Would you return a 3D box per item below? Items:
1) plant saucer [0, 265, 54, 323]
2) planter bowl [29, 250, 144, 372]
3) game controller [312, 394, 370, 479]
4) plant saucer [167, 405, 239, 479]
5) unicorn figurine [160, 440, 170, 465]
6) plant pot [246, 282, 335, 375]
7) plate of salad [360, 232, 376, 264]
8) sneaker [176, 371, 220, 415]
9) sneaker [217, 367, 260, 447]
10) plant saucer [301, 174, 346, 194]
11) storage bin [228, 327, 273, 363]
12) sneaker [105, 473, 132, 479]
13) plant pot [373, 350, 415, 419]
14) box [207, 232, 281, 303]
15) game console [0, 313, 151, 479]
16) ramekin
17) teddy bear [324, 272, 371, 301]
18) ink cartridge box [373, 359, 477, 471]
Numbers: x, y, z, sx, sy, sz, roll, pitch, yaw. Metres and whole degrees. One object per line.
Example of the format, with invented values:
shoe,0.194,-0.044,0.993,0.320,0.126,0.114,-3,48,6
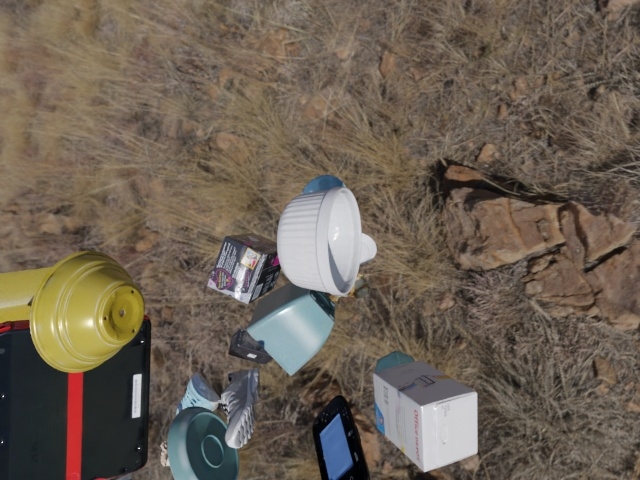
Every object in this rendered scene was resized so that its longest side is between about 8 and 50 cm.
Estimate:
plant saucer,-0.763,0.237,1.133,0.081,0.332,0.333,39,126,41
planter bowl,-0.382,0.127,0.775,0.090,0.217,0.217,0,94,20
game controller,0.053,0.606,1.261,0.166,0.067,0.319,-59,23,18
plant saucer,-0.356,0.677,1.390,0.043,0.317,0.318,-31,69,12
unicorn figurine,-0.499,0.751,1.509,0.060,0.162,0.111,-28,59,25
plant pot,-0.083,0.291,1.638,0.252,0.248,0.247,-39,103,14
plate of salad,0.135,0.030,1.820,0.200,0.199,0.048,-44,25,38
sneaker,-0.479,0.629,1.669,0.135,0.150,0.366,39,148,19
sneaker,-0.252,0.498,1.298,0.281,0.115,0.105,-88,-3,-69
plant saucer,0.017,-0.126,1.491,0.195,0.037,0.195,-5,80,29
storage bin,-0.291,0.458,1.873,0.122,0.180,0.084,-47,27,47
sneaker,-0.771,0.843,1.493,0.153,0.235,0.094,41,114,2
plant pot,0.309,0.561,1.682,0.165,0.165,0.234,-38,41,34
box,-0.217,0.077,1.335,0.142,0.247,0.163,23,98,9
game console,-0.567,0.366,0.981,0.060,0.342,0.387,6,94,56
ramekin,0.000,0.000,0.846,0.109,0.207,0.207,1,95,21
teddy bear,0.048,0.186,1.857,0.338,0.245,0.113,-14,60,33
ink cartridge box,0.271,0.449,1.146,0.232,0.168,0.171,-166,71,-67
